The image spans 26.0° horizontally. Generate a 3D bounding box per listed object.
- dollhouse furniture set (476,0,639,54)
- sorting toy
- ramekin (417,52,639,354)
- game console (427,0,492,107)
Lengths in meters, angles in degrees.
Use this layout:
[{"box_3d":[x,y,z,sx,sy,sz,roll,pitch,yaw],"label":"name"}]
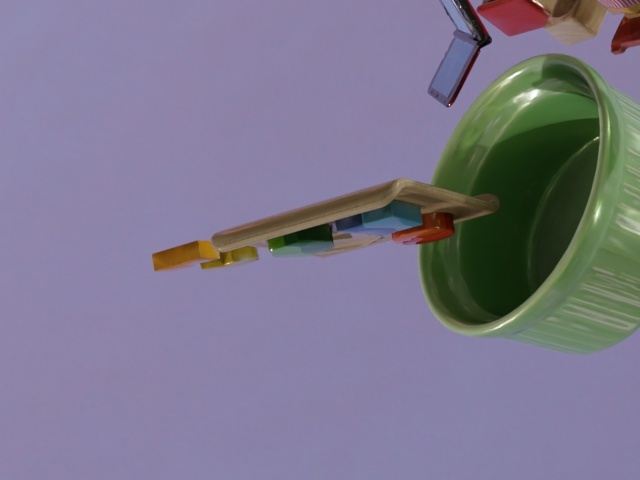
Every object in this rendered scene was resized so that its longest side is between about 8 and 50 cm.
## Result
[{"box_3d":[0.264,-0.318,1.620,0.374,0.201,0.152,-6,-126,61],"label":"dollhouse furniture set"},{"box_3d":[0.000,0.000,1.376,0.307,0.229,0.041,-16,-100,31],"label":"sorting toy"},{"box_3d":[0.247,-0.027,1.438,0.303,0.148,0.303,-43,-143,43],"label":"ramekin"},{"box_3d":[0.140,-0.236,1.617,0.085,0.124,0.144,-33,-165,2],"label":"game console"}]
